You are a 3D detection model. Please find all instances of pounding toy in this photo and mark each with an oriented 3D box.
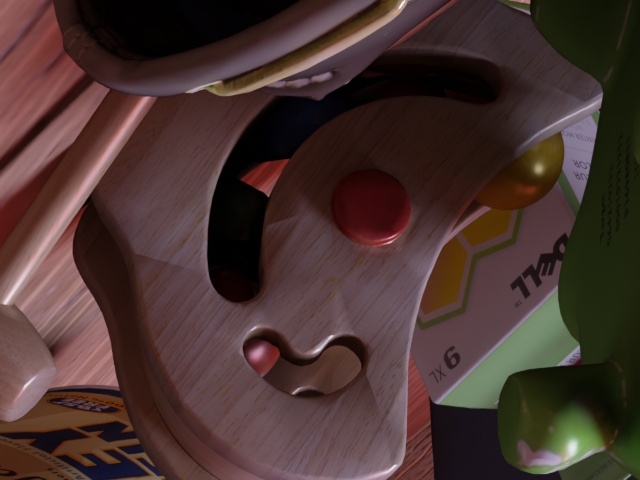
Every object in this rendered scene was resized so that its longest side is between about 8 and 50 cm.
[{"bbox_3d":[0.000,0.000,0.642,0.269,0.154,0.155,-37,170,-23],"label":"pounding toy"}]

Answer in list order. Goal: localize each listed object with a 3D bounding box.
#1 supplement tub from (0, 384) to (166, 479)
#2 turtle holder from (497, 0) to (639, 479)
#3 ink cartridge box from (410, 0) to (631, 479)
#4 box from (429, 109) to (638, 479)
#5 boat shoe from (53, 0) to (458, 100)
[{"bbox_3d":[-0.139,0.185,0.721,0.228,0.228,0.316,-43,170,16],"label":"supplement tub"},{"bbox_3d":[0.177,-0.011,0.549,0.243,0.227,0.320,-86,-174,-56],"label":"turtle holder"},{"bbox_3d":[0.083,0.003,0.809,0.062,0.209,0.109,7,138,-40],"label":"ink cartridge box"},{"bbox_3d":[0.266,0.024,1.215,0.395,0.212,0.293,-32,129,-40],"label":"box"},{"bbox_3d":[0.052,-0.133,0.387,0.305,0.109,0.091,-42,176,34],"label":"boat shoe"}]
